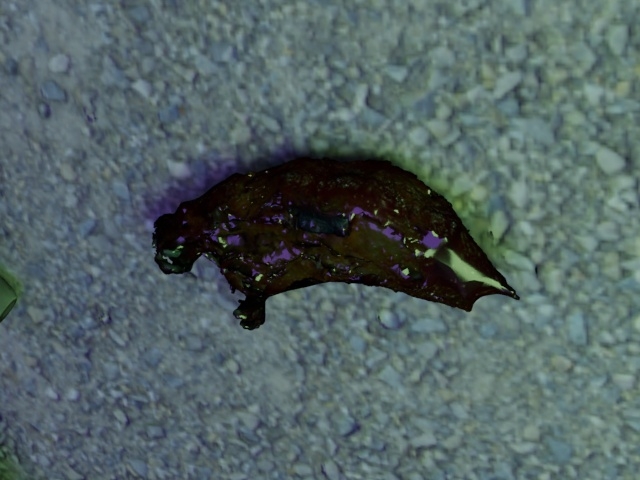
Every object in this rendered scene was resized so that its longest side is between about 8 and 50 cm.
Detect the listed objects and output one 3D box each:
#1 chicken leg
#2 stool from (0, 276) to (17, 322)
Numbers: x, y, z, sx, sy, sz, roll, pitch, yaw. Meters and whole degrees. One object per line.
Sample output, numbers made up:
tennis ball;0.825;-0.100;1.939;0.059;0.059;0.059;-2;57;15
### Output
chicken leg;0.000;0.000;0.738;0.234;0.063;0.105;-6;119;28
stool;-0.365;0.077;0.884;0.199;0.195;0.195;36;126;-2
